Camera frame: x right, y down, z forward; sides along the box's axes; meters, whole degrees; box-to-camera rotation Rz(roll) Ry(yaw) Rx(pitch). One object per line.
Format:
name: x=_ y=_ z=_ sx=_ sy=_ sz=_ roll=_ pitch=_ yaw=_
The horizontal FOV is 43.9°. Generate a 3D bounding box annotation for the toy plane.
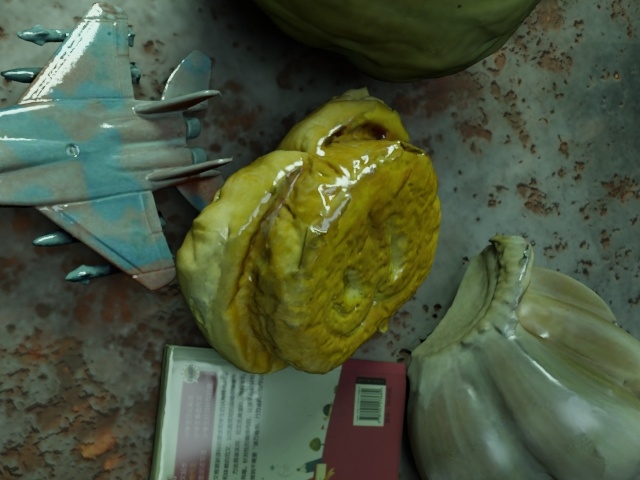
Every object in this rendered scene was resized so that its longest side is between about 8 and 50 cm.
toy plane: x=-0.211 y=-0.059 z=0.572 sx=0.326 sy=0.104 sz=0.223 roll=-11 pitch=92 yaw=-28

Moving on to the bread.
bread: x=0.000 y=0.002 z=0.637 sx=0.236 sy=0.120 sz=0.198 roll=-44 pitch=144 yaw=-21

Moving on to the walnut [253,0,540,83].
walnut: x=0.057 y=-0.275 z=0.627 sx=0.277 sy=0.253 sz=0.282 roll=24 pitch=79 yaw=-23

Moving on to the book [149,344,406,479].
book: x=-0.032 y=0.181 z=0.694 sx=0.232 sy=0.022 sz=0.162 roll=8 pitch=82 yaw=-24

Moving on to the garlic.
garlic: x=0.202 y=0.149 z=0.755 sx=0.292 sy=0.210 sz=0.237 roll=49 pitch=33 yaw=-16
